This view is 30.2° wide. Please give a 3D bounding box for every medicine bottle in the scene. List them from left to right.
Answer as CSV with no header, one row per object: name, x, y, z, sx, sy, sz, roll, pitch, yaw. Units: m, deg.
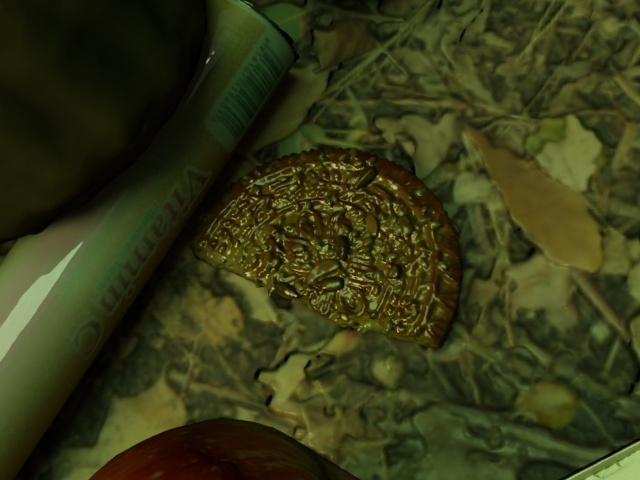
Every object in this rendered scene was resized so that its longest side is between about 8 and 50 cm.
medicine bottle,-0.165,0.016,0.830,0.108,0.108,0.426,26,74,26

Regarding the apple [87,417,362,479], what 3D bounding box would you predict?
apple,-0.025,0.219,0.604,0.272,0.251,0.206,37,84,3

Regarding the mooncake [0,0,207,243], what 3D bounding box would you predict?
mooncake,-0.218,-0.135,0.795,0.290,0.161,0.290,-24,44,26

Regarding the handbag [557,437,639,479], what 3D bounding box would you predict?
handbag,0.293,0.168,0.580,0.359,0.160,0.236,-29,68,3

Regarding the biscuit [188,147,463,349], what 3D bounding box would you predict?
biscuit,0.011,-0.007,0.823,0.206,0.025,0.126,20,73,24
